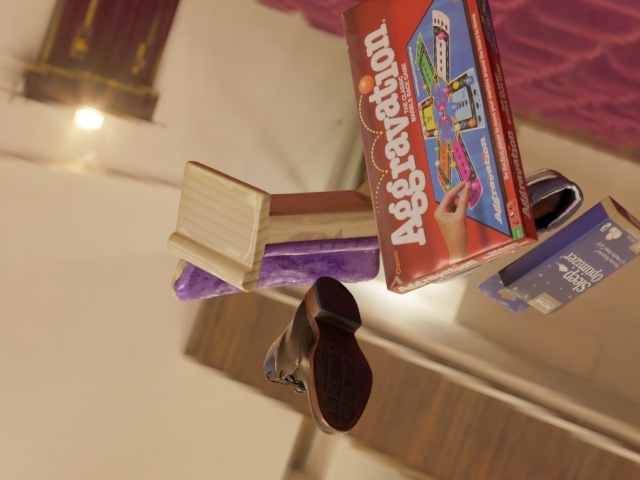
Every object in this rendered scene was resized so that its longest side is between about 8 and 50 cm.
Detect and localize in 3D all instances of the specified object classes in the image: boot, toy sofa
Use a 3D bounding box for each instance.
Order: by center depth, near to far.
[{"bbox_3d":[0.184,-0.014,1.658,0.069,0.190,0.086,55,180,-11],"label":"boot"},{"bbox_3d":[-0.006,0.147,1.700,0.082,0.106,0.219,28,-146,-21],"label":"boot"},{"bbox_3d":[0.000,0.000,1.923,0.363,0.177,0.150,-4,-160,-43],"label":"toy sofa"}]

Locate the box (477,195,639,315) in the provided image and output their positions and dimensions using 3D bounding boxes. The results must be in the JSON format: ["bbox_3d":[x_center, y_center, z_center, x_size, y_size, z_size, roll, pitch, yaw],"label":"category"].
[{"bbox_3d":[0.340,0.035,2.185,0.136,0.225,0.036,30,-149,-50],"label":"box"}]

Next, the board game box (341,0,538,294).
[{"bbox_3d":[0.100,-0.106,1.398,0.145,0.281,0.027,-24,154,34],"label":"board game box"}]
